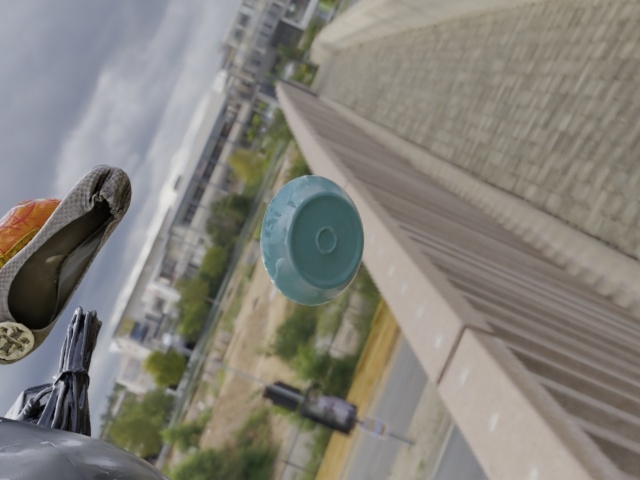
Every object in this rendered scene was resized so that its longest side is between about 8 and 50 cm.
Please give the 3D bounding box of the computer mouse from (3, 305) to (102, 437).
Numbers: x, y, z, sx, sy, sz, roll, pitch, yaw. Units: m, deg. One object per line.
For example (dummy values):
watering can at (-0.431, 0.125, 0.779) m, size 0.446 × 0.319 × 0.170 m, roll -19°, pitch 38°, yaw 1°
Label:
computer mouse at (-0.231, 0.193, 0.768) m, size 0.262 × 0.060 × 0.184 m, roll -52°, pitch 23°, yaw 21°

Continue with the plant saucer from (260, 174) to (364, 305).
plant saucer at (0.000, 0.000, 0.897) m, size 0.021 × 0.119 × 0.119 m, roll 2°, pitch 65°, yaw 51°

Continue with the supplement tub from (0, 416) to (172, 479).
supplement tub at (-0.174, 0.163, 0.378) m, size 0.338 × 0.207 × 0.207 m, roll 3°, pitch 62°, yaw 36°

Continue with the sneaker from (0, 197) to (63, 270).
sneaker at (-0.371, 0.007, 1.172) m, size 0.175 × 0.067 × 0.064 m, roll -31°, pitch -31°, yaw -22°

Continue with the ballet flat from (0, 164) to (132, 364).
ballet flat at (-0.281, 0.028, 1.060) m, size 0.250 × 0.084 × 0.058 m, roll -55°, pitch 34°, yaw -4°
